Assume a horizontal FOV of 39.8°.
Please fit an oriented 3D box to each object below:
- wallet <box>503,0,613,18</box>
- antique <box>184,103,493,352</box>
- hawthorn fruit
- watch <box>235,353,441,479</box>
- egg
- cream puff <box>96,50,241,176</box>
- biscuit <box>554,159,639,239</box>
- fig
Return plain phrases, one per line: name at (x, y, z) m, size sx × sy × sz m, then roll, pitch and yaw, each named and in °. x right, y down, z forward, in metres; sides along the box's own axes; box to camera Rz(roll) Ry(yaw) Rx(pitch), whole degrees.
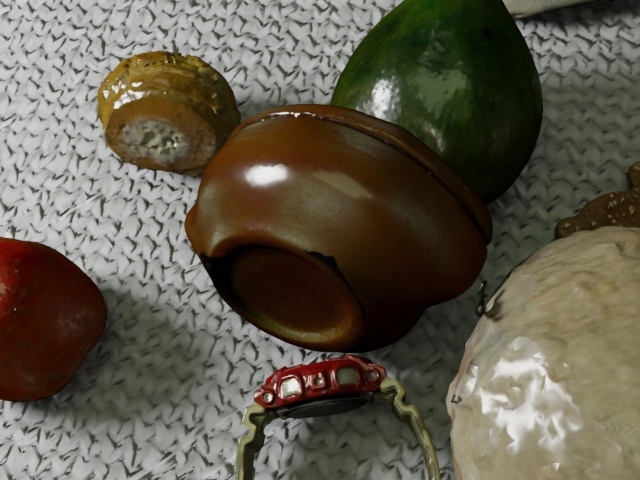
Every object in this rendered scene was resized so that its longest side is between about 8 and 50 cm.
wallet at (0.260, -0.357, 0.953) m, size 0.335 × 0.068 × 0.274 m, roll -12°, pitch 60°, yaw 2°
antique at (0.000, 0.000, 0.727) m, size 0.278 × 0.223 × 0.129 m, roll 0°, pitch 46°, yaw 41°
hawthorn fruit at (-0.284, 0.056, 0.768) m, size 0.163 × 0.203 × 0.162 m, roll -3°, pitch 67°, yaw 8°
watch at (0.024, 0.225, 0.701) m, size 0.165 × 0.102 × 0.268 m, roll -20°, pitch 70°, yaw -2°
egg at (0.217, 0.131, 0.615) m, size 0.279 × 0.279 × 0.310 m, roll 6°, pitch 53°, yaw 13°
cream puff at (-0.151, -0.132, 0.884) m, size 0.144 × 0.126 × 0.103 m, roll 2°, pitch 48°, yaw 2°
biscuit at (0.309, -0.009, 0.793) m, size 0.184 × 0.027 × 0.133 m, roll -38°, pitch 64°, yaw -7°
fig at (0.101, -0.143, 0.787) m, size 0.195 × 0.195 × 0.245 m, roll 7°, pitch 108°, yaw 13°
